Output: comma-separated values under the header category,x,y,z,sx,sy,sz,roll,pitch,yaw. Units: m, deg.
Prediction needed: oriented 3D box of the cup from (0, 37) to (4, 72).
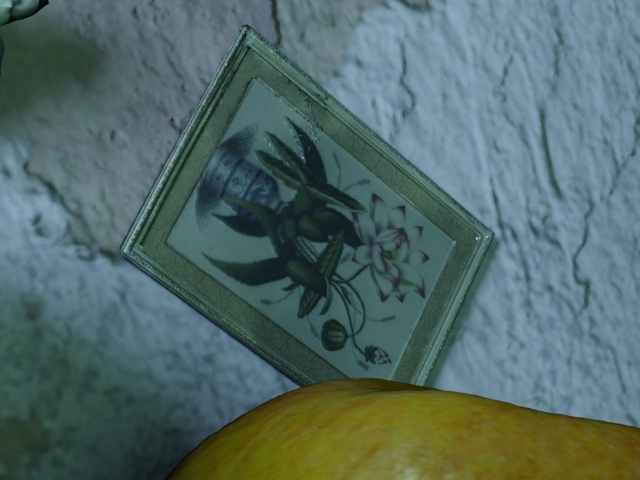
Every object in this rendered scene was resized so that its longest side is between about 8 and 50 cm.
category,x,y,z,sx,sy,sz,roll,pitch,yaw
cup,-0.269,0.077,0.725,0.257,0.331,0.311,2,82,-27

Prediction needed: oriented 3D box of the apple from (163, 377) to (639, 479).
category,x,y,z,sx,sy,sz,roll,pitch,yaw
apple,0.071,0.230,0.903,0.400,0.400,0.333,-3,82,-35

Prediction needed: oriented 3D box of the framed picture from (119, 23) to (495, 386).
category,x,y,z,sx,sy,sz,roll,pitch,yaw
framed picture,0.000,0.000,1.105,0.231,0.010,0.173,37,65,-26

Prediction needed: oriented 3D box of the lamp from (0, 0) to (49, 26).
category,x,y,z,sx,sy,sz,roll,pitch,yaw
lamp,-0.257,-0.115,0.891,0.250,0.101,0.101,-16,93,-23
